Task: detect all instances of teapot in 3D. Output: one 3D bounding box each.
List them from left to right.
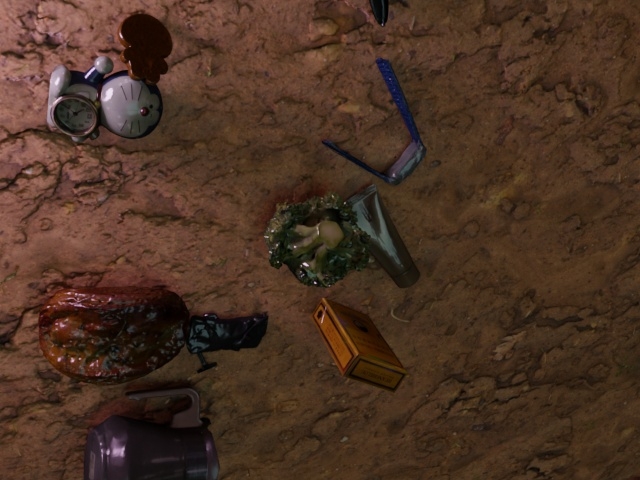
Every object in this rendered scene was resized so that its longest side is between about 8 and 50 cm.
[{"bbox_3d":[-0.484,0.623,1.877,0.361,0.305,0.377,4,86,-32],"label":"teapot"}]

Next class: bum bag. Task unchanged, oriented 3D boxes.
[{"bbox_3d":[-0.271,0.273,1.876,0.248,0.060,0.123,2,110,-24],"label":"bum bag"}]

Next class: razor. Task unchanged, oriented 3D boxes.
[{"bbox_3d":[-0.360,0.318,1.883,0.066,0.033,0.190,-21,121,-10],"label":"razor"}]

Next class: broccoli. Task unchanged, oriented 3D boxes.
[{"bbox_3d":[-0.008,-0.009,1.741,0.287,0.235,0.260,-13,145,-18],"label":"broccoli"}]

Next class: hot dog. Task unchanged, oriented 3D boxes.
[{"bbox_3d":[-0.537,0.238,1.690,0.387,0.174,0.267,1,114,-20],"label":"hot dog"}]

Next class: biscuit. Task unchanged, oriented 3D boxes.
[{"bbox_3d":[-0.392,-0.425,1.421,0.124,0.175,0.026,12,156,-32],"label":"biscuit"}]

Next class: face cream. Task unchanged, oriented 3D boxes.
[{"bbox_3d":[0.184,-0.003,1.900,0.137,0.084,0.341,-31,116,8],"label":"face cream"}]

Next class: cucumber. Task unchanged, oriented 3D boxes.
[{"bbox_3d":[0.129,-0.663,1.542,0.056,0.056,0.285,-16,118,-12],"label":"cucumber"}]

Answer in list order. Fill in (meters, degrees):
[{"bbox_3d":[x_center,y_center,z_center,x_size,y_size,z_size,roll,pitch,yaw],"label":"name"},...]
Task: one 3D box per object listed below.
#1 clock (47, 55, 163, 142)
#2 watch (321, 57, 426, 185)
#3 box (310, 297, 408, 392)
[{"bbox_3d":[-0.479,-0.316,1.440,0.243,0.147,0.200,5,119,-18],"label":"clock"},{"bbox_3d":[0.184,-0.310,1.748,0.274,0.068,0.276,30,103,-26],"label":"watch"},{"bbox_3d":[0.109,0.305,1.893,0.192,0.301,0.084,25,106,-30],"label":"box"}]
